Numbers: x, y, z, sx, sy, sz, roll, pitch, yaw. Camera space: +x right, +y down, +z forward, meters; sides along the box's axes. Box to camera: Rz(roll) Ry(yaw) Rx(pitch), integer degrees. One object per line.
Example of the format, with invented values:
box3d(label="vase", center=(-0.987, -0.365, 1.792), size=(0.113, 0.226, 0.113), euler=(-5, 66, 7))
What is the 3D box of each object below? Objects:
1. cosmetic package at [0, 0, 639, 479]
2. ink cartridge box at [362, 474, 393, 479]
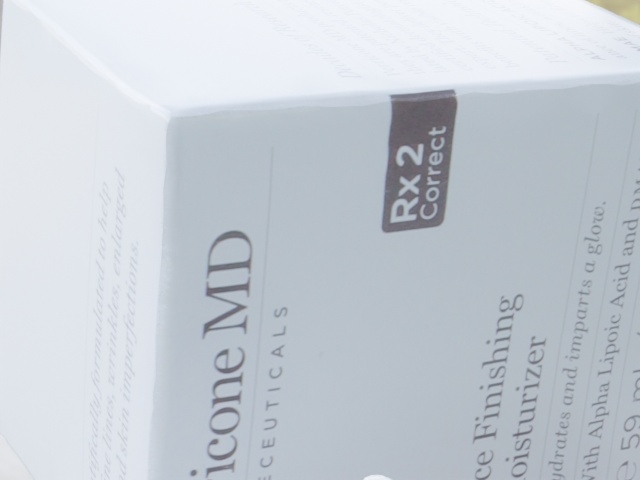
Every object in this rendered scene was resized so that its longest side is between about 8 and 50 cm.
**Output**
box3d(label="cosmetic package", center=(0.000, 0.000, 0.574), size=(0.184, 0.151, 0.151), euler=(-8, 25, -28))
box3d(label="ink cartridge box", center=(0.026, 0.134, 0.420), size=(0.090, 0.092, 0.143), euler=(11, 44, -28))
